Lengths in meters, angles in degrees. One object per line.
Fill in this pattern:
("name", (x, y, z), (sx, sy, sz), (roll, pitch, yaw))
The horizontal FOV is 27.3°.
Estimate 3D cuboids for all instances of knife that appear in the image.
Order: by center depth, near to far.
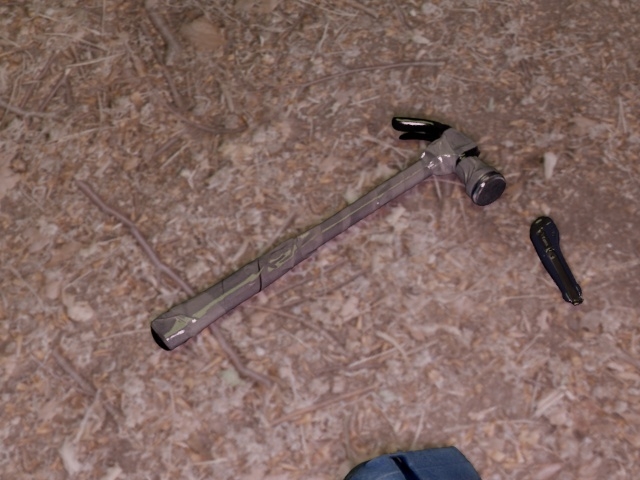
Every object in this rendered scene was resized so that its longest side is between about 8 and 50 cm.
("knife", (0.256, 0.024, 1.422), (0.031, 0.018, 0.121), (-20, 55, -2))

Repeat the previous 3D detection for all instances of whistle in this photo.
("whistle", (0.072, 0.249, 1.268), (0.158, 0.090, 0.090), (1, 42, -39))

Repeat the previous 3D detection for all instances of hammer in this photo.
("hammer", (0.000, 0.001, 1.472), (0.427, 0.044, 0.152), (-34, 55, -13))
